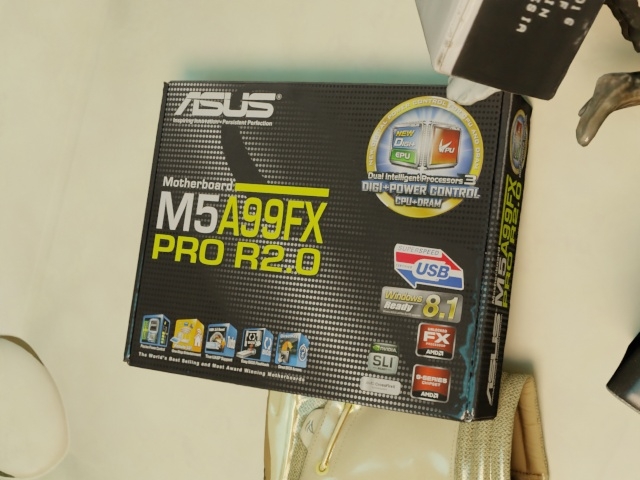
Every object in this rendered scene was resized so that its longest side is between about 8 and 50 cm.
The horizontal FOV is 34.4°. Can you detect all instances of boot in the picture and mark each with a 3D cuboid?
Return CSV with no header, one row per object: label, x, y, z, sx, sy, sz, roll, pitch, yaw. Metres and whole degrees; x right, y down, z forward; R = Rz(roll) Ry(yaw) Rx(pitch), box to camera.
boot,0.061,0.210,0.760,0.203,0.095,0.262,5,95,26

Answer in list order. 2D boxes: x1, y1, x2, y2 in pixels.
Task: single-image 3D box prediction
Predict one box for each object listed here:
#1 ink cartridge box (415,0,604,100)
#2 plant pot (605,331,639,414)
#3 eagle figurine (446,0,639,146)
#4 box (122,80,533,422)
ink cartridge box,0.088,-0.240,0.520,0.069,0.371,0.175,11,127,-15
plant pot,0.291,0.055,0.569,0.187,0.188,0.167,35,102,16
eagle figurine,0.181,-0.215,0.553,0.226,0.225,0.298,3,114,38
box,0.000,0.000,0.725,0.270,0.060,0.216,6,86,26
